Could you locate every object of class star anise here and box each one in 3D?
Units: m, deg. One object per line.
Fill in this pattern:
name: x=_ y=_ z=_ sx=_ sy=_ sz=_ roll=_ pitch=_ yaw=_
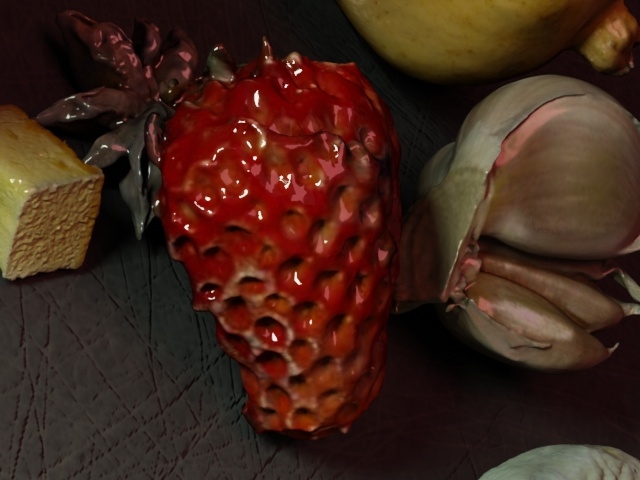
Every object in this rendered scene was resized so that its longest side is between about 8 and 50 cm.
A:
star anise: x=-0.128 y=-0.100 z=1.268 sx=0.195 sy=0.065 sz=0.182 roll=48 pitch=41 yaw=-15

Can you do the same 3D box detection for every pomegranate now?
pomegranate: x=0.163 y=-0.280 z=1.491 sx=0.342 sy=0.342 sz=0.342 roll=26 pitch=51 yaw=-37

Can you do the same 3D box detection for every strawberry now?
strawberry: x=-0.008 y=-0.010 z=1.228 sx=0.253 sy=0.150 sz=0.280 roll=31 pitch=52 yaw=-58

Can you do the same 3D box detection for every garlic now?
garlic: x=0.191 y=-0.009 z=1.466 sx=0.292 sy=0.210 sz=0.237 roll=2 pitch=60 yaw=-38

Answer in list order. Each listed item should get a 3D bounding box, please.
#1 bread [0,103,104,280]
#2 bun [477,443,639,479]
bread: x=-0.218 y=-0.035 z=1.169 sx=0.109 sy=0.080 sz=0.084 roll=36 pitch=31 yaw=25
bun: x=0.198 y=0.329 z=1.282 sx=0.354 sy=0.194 sz=0.354 roll=24 pitch=52 yaw=-34
